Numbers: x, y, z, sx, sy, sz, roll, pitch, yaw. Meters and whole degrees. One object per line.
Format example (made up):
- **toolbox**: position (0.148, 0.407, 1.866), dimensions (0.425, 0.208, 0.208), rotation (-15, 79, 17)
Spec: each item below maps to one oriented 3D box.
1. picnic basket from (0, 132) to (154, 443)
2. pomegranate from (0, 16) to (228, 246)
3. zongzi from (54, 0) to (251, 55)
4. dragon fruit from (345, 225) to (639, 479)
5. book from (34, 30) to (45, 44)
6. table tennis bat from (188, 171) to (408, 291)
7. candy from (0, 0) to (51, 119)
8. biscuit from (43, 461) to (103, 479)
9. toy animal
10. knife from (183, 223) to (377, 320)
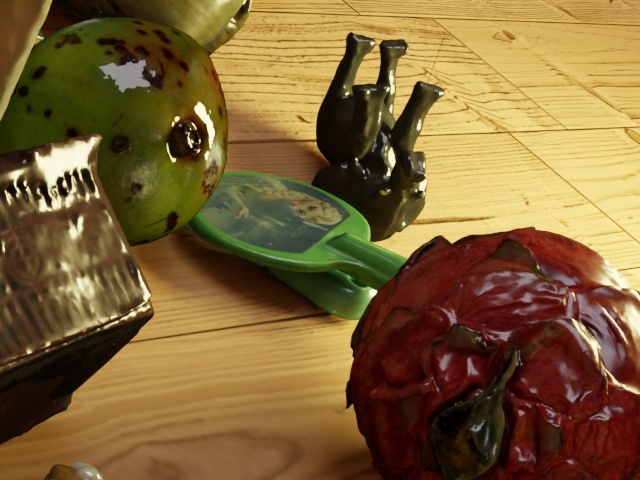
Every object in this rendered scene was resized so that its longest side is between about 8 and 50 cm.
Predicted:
- **picnic basket**: position (-0.230, 0.055, 1.147), dimensions (0.129, 0.222, 0.297), rotation (51, 32, 9)
- **pomegranate**: position (-0.189, -0.088, 1.470), dimensions (0.248, 0.202, 0.202), rotation (10, 12, 38)
- **zongzi**: position (-0.237, -0.315, 1.892), dimensions (0.356, 0.174, 0.393), rotation (43, -5, -6)
- **dragon fruit**: position (0.140, 0.101, 1.354), dimensions (0.244, 0.244, 0.299), rotation (17, 19, -21)
- **book**: position (-0.410, -0.283, 1.773), dimensions (0.215, 0.025, 0.282), rotation (5, 34, -39)
- **table tennis bat**: position (0.000, 0.000, 1.554), dimensions (0.257, 0.039, 0.160), rotation (26, 28, 20)
- **candy**: position (-0.293, -0.156, 1.282), dimensions (0.145, 0.358, 0.208), rotation (16, 35, -22)
- **biscuit**: position (-0.065, 0.207, 1.102), dimensions (0.240, 0.035, 0.158), rotation (37, -7, -18)
- **toy animal**: position (0.059, -0.093, 1.731), dimensions (0.115, 0.146, 0.245), rotation (16, 26, -9)
- **knife**: position (-0.071, 0.002, 1.575), dimensions (0.260, 0.034, 0.063), rotation (25, 27, 9)
